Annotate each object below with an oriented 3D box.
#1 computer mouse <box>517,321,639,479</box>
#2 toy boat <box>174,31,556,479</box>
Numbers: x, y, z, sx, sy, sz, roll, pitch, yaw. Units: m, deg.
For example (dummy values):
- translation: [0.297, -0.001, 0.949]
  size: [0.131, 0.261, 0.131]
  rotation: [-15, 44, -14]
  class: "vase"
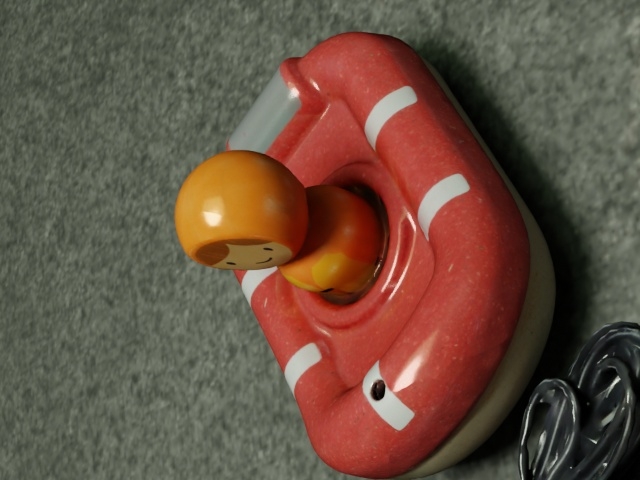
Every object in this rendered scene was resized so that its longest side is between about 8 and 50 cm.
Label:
- translation: [0.139, 0.174, 0.585]
  size: [0.188, 0.072, 0.272]
  rotation: [-60, 30, 22]
  class: "computer mouse"
- translation: [0.000, 0.000, 0.724]
  size: [0.151, 0.151, 0.231]
  rotation: [-53, 45, 27]
  class: "toy boat"
